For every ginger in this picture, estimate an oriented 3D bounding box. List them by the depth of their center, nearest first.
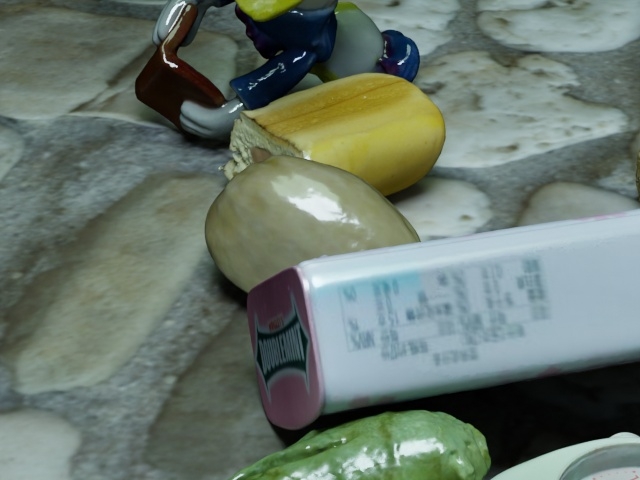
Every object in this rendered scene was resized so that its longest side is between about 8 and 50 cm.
[{"bbox_3d":[-0.026,0.180,1.032,0.290,0.089,0.137,-24,4,-35],"label":"ginger"}]

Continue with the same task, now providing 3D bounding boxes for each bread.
[{"bbox_3d":[0.016,-0.076,1.465,0.173,0.085,0.134,-19,33,-27],"label":"bread"}]

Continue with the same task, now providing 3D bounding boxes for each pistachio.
[{"bbox_3d":[0.000,0.000,1.325,0.186,0.108,0.126,19,62,15],"label":"pistachio"}]

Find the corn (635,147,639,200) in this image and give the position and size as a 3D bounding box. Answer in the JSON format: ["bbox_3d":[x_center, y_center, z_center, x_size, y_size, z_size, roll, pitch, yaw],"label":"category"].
[{"bbox_3d":[0.382,-0.017,1.350,0.322,0.119,0.119,22,37,39],"label":"corn"}]

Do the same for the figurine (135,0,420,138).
[{"bbox_3d":[-0.026,-0.177,1.537,0.338,0.283,0.204,20,39,-52],"label":"figurine"}]

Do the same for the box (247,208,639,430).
[{"bbox_3d":[0.149,0.047,1.183,0.370,0.112,0.190,-7,-4,-13],"label":"box"}]

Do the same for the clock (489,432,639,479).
[{"bbox_3d":[0.202,0.183,1.062,0.191,0.062,0.151,-16,34,-26],"label":"clock"}]
